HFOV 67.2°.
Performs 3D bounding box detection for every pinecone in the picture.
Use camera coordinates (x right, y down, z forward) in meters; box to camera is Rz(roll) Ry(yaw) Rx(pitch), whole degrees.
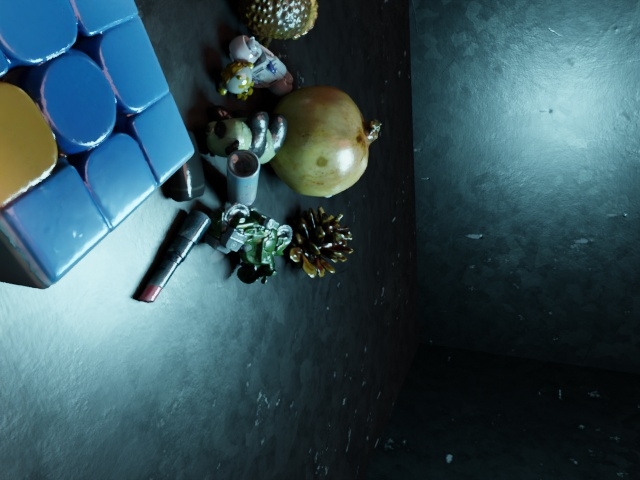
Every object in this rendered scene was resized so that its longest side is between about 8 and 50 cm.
[{"bbox_3d":[0.003,-0.001,1.561,0.202,0.201,0.228,-3,71,-80],"label":"pinecone"}]

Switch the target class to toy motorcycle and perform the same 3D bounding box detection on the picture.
[{"bbox_3d":[-0.155,-0.468,1.274,0.254,0.113,0.112,17,78,-64],"label":"toy motorcycle"},{"bbox_3d":[-0.184,0.011,1.212,0.187,0.125,0.275,-59,144,1],"label":"toy motorcycle"}]

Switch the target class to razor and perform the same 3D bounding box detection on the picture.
[{"bbox_3d":[-0.292,-0.162,1.038,0.090,0.054,0.147,-44,133,-62],"label":"razor"}]

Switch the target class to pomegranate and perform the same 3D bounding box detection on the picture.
[{"bbox_3d":[0.014,-0.285,1.386,0.338,0.338,0.337,4,90,-66],"label":"pomegranate"}]

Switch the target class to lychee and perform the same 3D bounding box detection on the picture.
[{"bbox_3d":[-0.116,-0.599,1.219,0.200,0.200,0.238,-58,172,-47],"label":"lychee"}]

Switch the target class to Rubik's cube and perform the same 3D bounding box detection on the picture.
[{"bbox_3d":[-0.378,-0.153,0.554,0.291,0.291,0.290,-60,146,-44],"label":"Rubik's cube"}]

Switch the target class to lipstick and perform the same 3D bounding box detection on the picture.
[{"bbox_3d":[-0.313,0.035,1.029,0.234,0.054,0.053,-65,148,-35],"label":"lipstick"}]

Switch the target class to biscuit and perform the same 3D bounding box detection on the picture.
[{"bbox_3d":[-0.066,-0.704,1.449,0.061,0.118,0.183,-142,-140,-66],"label":"biscuit"}]

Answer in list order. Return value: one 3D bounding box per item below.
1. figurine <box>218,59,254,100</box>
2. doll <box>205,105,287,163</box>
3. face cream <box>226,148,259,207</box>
[{"bbox_3d":[-0.202,-0.383,1.182,0.101,0.068,0.143,-41,174,-25],"label":"figurine"},{"bbox_3d":[-0.182,-0.255,1.173,0.234,0.144,0.135,-11,109,-66],"label":"doll"},{"bbox_3d":[-0.189,-0.136,1.161,0.229,0.075,0.075,123,-21,-71],"label":"face cream"}]
